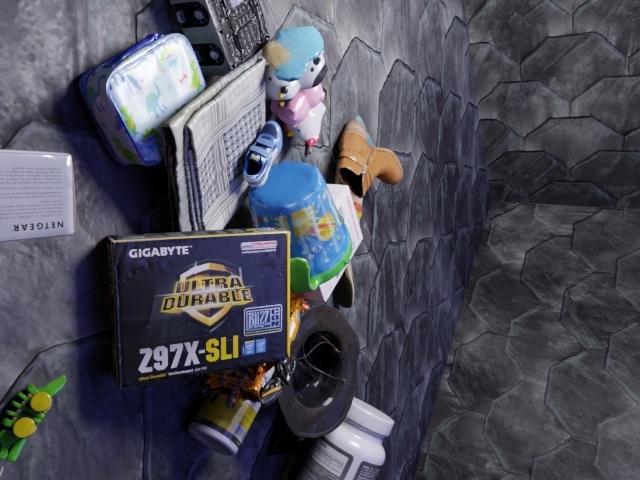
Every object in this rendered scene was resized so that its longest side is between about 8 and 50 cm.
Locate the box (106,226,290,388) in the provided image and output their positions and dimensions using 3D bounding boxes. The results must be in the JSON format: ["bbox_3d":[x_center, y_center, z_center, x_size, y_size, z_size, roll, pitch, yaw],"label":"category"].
[{"bbox_3d":[-0.215,0.112,0.972,0.321,0.079,0.257,-3,100,-28],"label":"box"}]

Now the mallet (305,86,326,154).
[{"bbox_3d":[-0.025,-0.331,1.433,0.062,0.039,0.190,13,88,-62],"label":"mallet"}]

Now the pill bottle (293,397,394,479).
[{"bbox_3d":[0.059,0.647,1.512,0.363,0.210,0.210,-63,147,-7],"label":"pill bottle"}]

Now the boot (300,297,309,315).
[{"bbox_3d":[-0.072,0.152,1.388,0.059,0.084,0.158,-52,136,-41],"label":"boot"}]

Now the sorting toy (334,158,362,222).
[{"bbox_3d":[0.095,-0.141,1.676,0.208,0.038,0.193,16,82,-61],"label":"sorting toy"}]

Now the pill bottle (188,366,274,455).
[{"bbox_3d":[-0.191,0.354,1.176,0.209,0.119,0.119,-61,144,-36],"label":"pill bottle"}]

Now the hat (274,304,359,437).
[{"bbox_3d":[-0.040,0.331,1.376,0.331,0.134,0.332,3,86,-48],"label":"hat"}]

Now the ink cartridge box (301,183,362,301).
[{"bbox_3d":[0.000,0.000,1.454,0.273,0.114,0.198,-57,141,-39],"label":"ink cartridge box"}]

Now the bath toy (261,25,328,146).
[{"bbox_3d":[-0.052,-0.326,1.208,0.348,0.151,0.129,79,0,-75],"label":"bath toy"}]

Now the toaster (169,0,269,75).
[{"bbox_3d":[-0.191,-0.437,1.032,0.186,0.110,0.168,-57,143,-38],"label":"toaster"}]

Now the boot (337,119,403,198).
[{"bbox_3d":[0.153,-0.212,1.620,0.283,0.109,0.220,48,39,-36],"label":"boot"}]

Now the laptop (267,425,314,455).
[{"bbox_3d":[-0.059,0.471,1.546,0.264,0.136,0.234,-56,148,3],"label":"laptop"}]

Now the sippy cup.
[{"bbox_3d":[-0.057,-0.047,1.194,0.240,0.305,0.224,-35,137,-20],"label":"sippy cup"}]

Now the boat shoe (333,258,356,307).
[{"bbox_3d":[0.078,0.102,1.652,0.073,0.080,0.224,-35,121,-47],"label":"boat shoe"}]

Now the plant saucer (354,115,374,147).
[{"bbox_3d":[0.148,-0.326,1.759,0.192,0.018,0.067,56,49,-51],"label":"plant saucer"}]

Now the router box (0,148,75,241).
[{"bbox_3d":[-0.450,-0.042,0.449,0.335,0.301,0.082,-12,105,-59],"label":"router box"}]

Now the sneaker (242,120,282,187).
[{"bbox_3d":[-0.120,-0.181,1.094,0.059,0.053,0.144,22,85,-75],"label":"sneaker"}]

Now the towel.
[{"bbox_3d":[-0.189,-0.162,1.038,0.312,0.056,0.324,100,18,-45],"label":"towel"}]

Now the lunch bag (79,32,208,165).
[{"bbox_3d":[-0.291,-0.247,0.910,0.219,0.090,0.176,-57,142,-40],"label":"lunch bag"}]

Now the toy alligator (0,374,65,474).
[{"bbox_3d":[-0.449,0.277,0.775,0.051,0.056,0.190,32,61,-12],"label":"toy alligator"}]

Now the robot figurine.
[{"bbox_3d":[-0.148,0.224,1.153,0.085,0.211,0.291,81,21,-43],"label":"robot figurine"}]
